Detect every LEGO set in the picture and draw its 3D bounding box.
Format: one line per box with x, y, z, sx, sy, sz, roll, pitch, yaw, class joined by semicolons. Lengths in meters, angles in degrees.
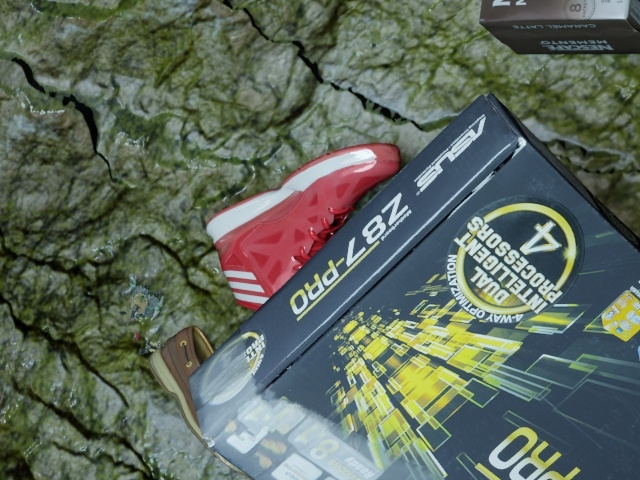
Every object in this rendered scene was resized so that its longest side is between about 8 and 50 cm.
-0.178;0.075;1.580;0.054;0.023;0.083;0;92;30;LEGO set

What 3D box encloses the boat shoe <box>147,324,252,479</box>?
-0.099;0.154;1.491;0.060;0.064;0.178;-48;59;12;boat shoe

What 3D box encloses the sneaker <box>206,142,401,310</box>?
0.000;0.000;1.478;0.221;0.087;0.128;-27;75;33;sneaker

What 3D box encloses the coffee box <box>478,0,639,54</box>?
0.237;-0.299;1.400;0.141;0.098;0.246;4;80;29;coffee box

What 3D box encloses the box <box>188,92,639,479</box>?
0.147;0.124;1.192;0.318;0.395;0.097;-42;29;13;box
